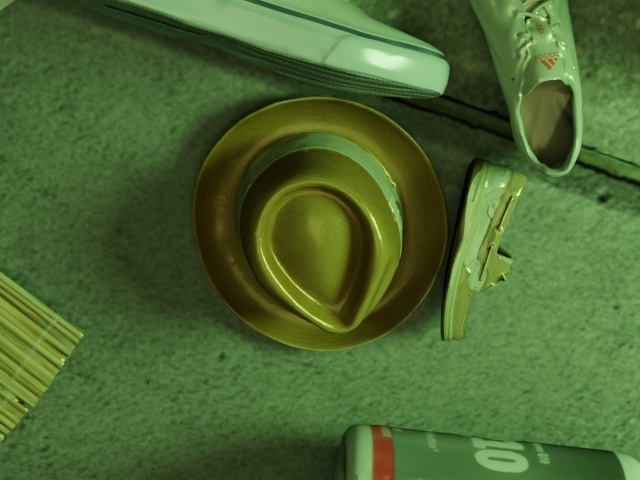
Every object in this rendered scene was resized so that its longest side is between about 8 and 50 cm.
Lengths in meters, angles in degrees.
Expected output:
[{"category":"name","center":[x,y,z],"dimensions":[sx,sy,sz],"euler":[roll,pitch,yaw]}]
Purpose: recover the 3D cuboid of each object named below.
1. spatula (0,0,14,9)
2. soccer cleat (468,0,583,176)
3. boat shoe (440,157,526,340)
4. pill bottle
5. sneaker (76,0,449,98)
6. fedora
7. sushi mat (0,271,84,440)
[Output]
[{"category":"spatula","center":[-0.226,-0.226,1.026],"dimensions":[0.242,0.019,0.168],"euler":[-30,114,12]},{"category":"soccer cleat","center":[0.138,-0.136,1.029],"dimensions":[0.068,0.076,0.196],"euler":[-16,110,6]},{"category":"boat shoe","center":[0.114,0.011,1.099],"dimensions":[0.045,0.050,0.135],"euler":[11,111,1]},{"category":"pill bottle","center":[0.149,0.226,1.124],"dimensions":[0.283,0.161,0.161],"euler":[6,111,-3]},{"category":"sneaker","center":[-0.028,-0.162,1.012],"dimensions":[0.258,0.094,0.091],"euler":[17,85,-18]},{"category":"fedora","center":[0.000,0.000,1.079],"dimensions":[0.194,0.079,0.194],"euler":[0,112,0]},{"category":"sushi mat","center":[-0.334,0.028,1.120],"dimensions":[0.316,0.019,0.151],"euler":[39,105,-14]}]
